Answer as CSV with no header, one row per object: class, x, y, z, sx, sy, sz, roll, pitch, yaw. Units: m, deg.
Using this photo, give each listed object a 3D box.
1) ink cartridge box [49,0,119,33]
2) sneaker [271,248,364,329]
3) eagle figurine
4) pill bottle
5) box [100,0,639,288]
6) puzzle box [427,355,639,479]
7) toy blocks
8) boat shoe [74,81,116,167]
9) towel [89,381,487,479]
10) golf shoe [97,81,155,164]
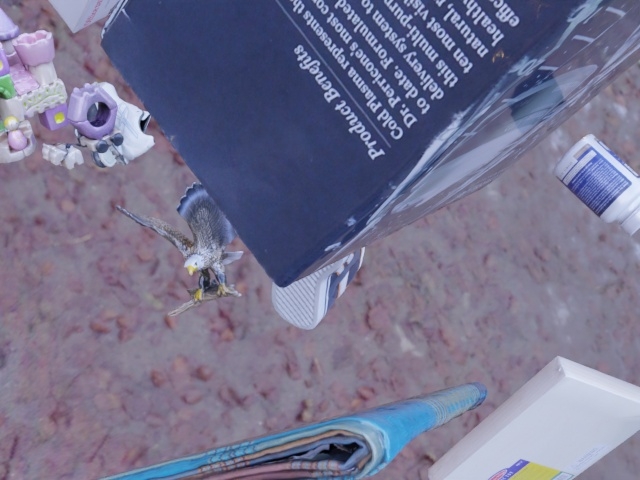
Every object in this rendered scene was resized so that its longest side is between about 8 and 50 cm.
ink cartridge box,-0.402,-0.581,1.670,0.306,0.226,0.131,-40,99,-28
sneaker,0.000,0.000,1.219,0.126,0.321,0.127,32,55,11
eagle figurine,-0.285,0.006,1.809,0.226,0.225,0.298,-30,109,-23
pill bottle,0.343,-0.064,0.969,0.067,0.067,0.120,-29,70,-40
box,0.147,-0.255,0.736,0.297,0.471,0.480,55,36,8
puzzle box,0.441,0.404,1.633,0.272,0.409,0.052,22,35,-26
toy blocks,-0.531,-0.258,1.284,0.288,0.308,0.260,-34,133,-35
boat shoe,-0.485,-0.237,1.737,0.084,0.079,0.233,59,9,-54
towel,-0.012,0.180,0.713,0.370,0.271,0.040,14,60,-67
golf shoe,-0.342,-0.216,1.436,0.086,0.069,0.176,-22,64,-2
